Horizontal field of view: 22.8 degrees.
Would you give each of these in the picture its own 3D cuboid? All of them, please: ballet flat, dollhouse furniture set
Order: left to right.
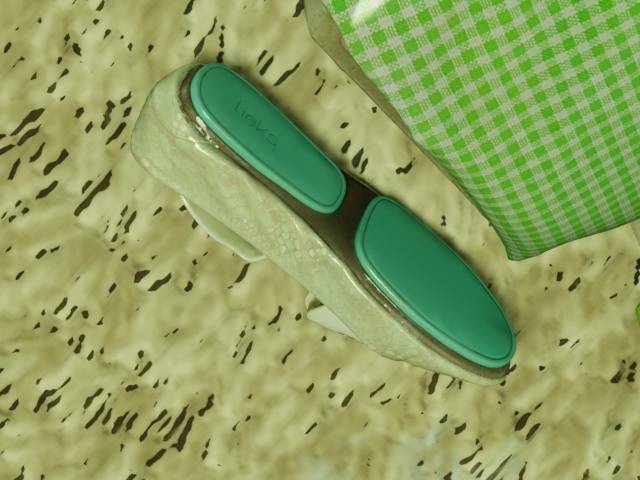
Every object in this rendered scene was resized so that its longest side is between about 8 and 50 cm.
[{"bbox_3d":[0.000,0.000,0.593,0.168,0.057,0.052,43,129,-8],"label":"ballet flat"},{"bbox_3d":[0.161,-0.003,0.444,0.197,0.151,0.301,-32,147,13],"label":"dollhouse furniture set"}]
